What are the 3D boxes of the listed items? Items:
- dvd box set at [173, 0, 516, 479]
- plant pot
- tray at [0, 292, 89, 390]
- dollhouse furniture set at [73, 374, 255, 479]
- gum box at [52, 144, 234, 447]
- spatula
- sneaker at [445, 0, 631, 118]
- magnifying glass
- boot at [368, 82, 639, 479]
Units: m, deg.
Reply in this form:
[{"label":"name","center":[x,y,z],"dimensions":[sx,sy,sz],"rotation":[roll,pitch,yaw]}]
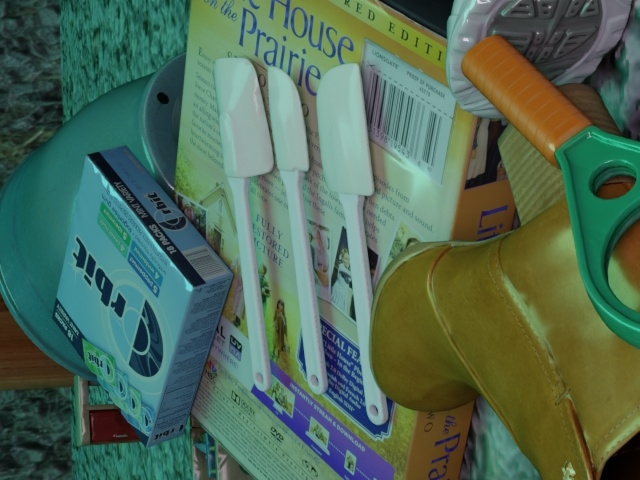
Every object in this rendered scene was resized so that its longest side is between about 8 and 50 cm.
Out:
[{"label":"dvd box set","center":[0.000,0.000,1.112],"dimensions":[0.307,0.062,0.420],"rotation":[37,130,41]},{"label":"plant pot","center":[-0.126,-0.034,1.403],"dimensions":[0.255,0.271,0.272],"rotation":[-41,51,52]},{"label":"tray","center":[-0.281,0.056,1.636],"dimensions":[0.076,0.411,0.203],"rotation":[-110,25,-49]},{"label":"dollhouse furniture set","center":[-0.147,0.193,1.594],"dimensions":[0.129,0.183,0.129],"rotation":[152,116,-72]},{"label":"gum box","center":[-0.145,0.045,1.239],"dimensions":[0.157,0.041,0.184],"rotation":[48,137,30]},{"label":"spatula","center":[-0.014,-0.002,1.064],"dimensions":[0.168,0.019,0.242],"rotation":[8,110,47]},{"label":"sneaker","center":[0.122,-0.178,0.848],"dimensions":[0.115,0.090,0.232],"rotation":[-104,28,-55]},{"label":"magnifying glass","center":[0.135,-0.030,0.744],"dimensions":[0.231,0.092,0.026],"rotation":[54,179,42]},{"label":"boot","center":[0.112,0.082,0.847],"dimensions":[0.295,0.104,0.211],"rotation":[115,150,-48]}]
